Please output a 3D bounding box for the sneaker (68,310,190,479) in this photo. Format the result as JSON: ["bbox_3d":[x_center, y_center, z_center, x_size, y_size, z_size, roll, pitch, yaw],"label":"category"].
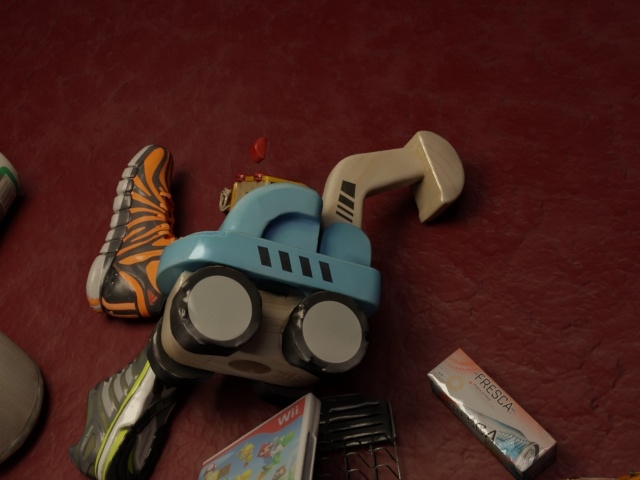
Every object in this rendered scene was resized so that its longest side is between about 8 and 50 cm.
[{"bbox_3d":[-0.276,0.217,1.169,0.121,0.111,0.300,8,55,27],"label":"sneaker"}]

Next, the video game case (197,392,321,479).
[{"bbox_3d":[-0.092,0.322,0.937,0.204,0.025,0.285,-37,18,20],"label":"video game case"}]

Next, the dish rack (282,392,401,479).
[{"bbox_3d":[0.014,0.322,1.022,0.208,0.074,0.272,-12,52,8],"label":"dish rack"}]

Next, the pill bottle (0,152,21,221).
[{"bbox_3d":[-0.707,-0.008,1.402,0.204,0.204,0.361,5,56,20],"label":"pill bottle"}]

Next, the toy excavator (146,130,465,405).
[{"bbox_3d":[0.000,0.000,1.130,0.432,0.222,0.445,14,64,-15],"label":"toy excavator"}]

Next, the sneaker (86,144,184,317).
[{"bbox_3d":[-0.259,-0.013,1.336,0.180,0.124,0.321,5,67,15],"label":"sneaker"}]

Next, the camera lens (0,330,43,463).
[{"bbox_3d":[-0.558,0.206,1.153,0.219,0.274,0.219,-8,52,11],"label":"camera lens"}]

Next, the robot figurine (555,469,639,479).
[{"bbox_3d":[0.251,0.373,0.885,0.291,0.085,0.211,-18,73,4],"label":"robot figurine"}]

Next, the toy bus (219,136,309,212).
[{"bbox_3d":[-0.085,-0.052,1.300,0.104,0.191,0.202,11,45,-22],"label":"toy bus"}]

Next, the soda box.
[{"bbox_3d":[0.223,0.229,1.035,0.063,0.058,0.183,-37,52,-11],"label":"soda box"}]
